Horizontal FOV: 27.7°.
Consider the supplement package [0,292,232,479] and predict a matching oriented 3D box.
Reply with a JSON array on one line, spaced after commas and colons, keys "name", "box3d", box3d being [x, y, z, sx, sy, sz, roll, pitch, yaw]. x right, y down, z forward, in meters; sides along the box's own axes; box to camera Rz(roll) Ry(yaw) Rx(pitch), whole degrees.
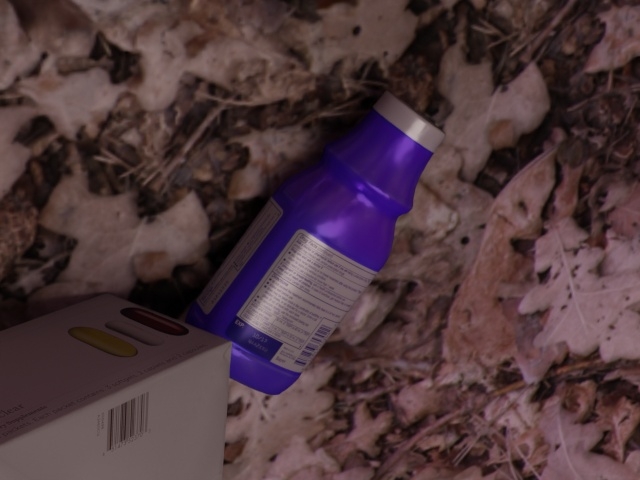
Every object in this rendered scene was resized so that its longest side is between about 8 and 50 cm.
[{"name": "supplement package", "box3d": [-0.211, 0.184, 1.029, 0.262, 0.145, 0.204, -22, 123, -53]}]

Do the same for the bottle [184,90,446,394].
[{"name": "bottle", "box3d": [0.000, 0.000, 1.144, 0.118, 0.092, 0.283, 29, 101, -37]}]
